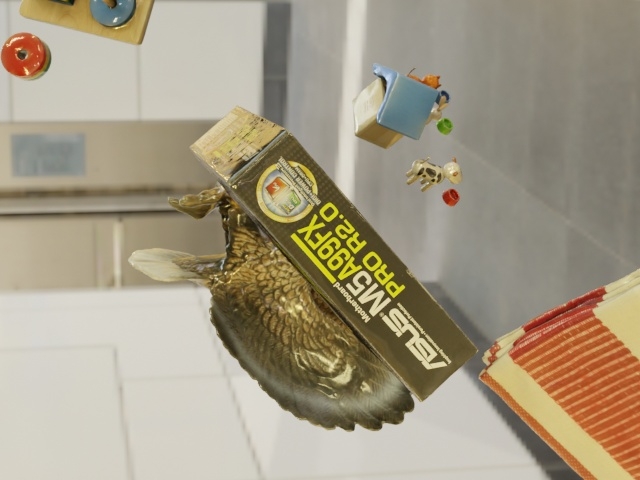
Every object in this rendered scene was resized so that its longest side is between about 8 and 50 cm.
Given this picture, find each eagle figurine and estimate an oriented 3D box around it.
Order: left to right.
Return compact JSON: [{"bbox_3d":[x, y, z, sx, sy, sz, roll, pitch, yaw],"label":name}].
[{"bbox_3d":[-0.029,0.059,1.456,0.225,0.226,0.298,-12,109,52],"label":"eagle figurine"}]

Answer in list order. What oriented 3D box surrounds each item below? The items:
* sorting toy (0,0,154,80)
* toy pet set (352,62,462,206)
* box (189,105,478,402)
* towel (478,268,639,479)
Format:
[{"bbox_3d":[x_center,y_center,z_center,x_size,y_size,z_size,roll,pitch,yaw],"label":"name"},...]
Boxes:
[{"bbox_3d":[-0.224,-0.284,1.376,0.046,0.132,0.274,29,-103,-79],"label":"sorting toy"},{"bbox_3d":[0.087,-0.107,1.143,0.065,0.114,0.122,-37,44,41],"label":"toy pet set"},{"bbox_3d":[0.000,0.000,1.091,0.216,0.060,0.270,49,178,-15],"label":"box"},{"bbox_3d":[0.303,0.096,0.972,0.329,0.237,0.037,-33,20,39],"label":"towel"}]
